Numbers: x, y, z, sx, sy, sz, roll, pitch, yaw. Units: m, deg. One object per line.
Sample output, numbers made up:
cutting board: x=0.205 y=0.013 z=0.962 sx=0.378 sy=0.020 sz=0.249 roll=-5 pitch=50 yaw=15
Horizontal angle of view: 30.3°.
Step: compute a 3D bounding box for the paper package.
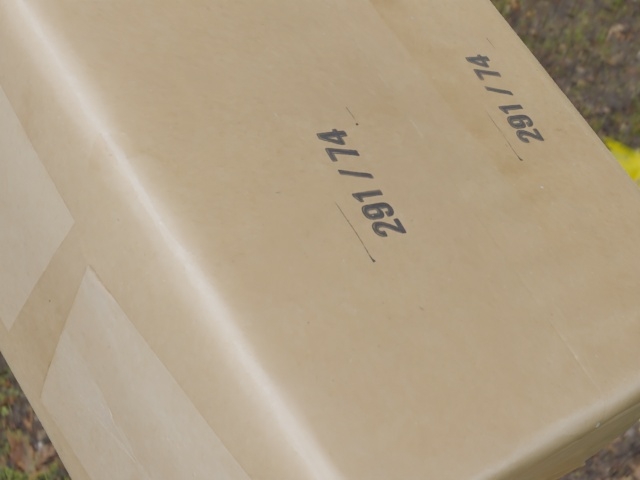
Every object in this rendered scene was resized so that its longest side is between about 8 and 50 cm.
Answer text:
paper package: x=0.000 y=0.000 z=0.597 sx=0.309 sy=0.168 sz=0.325 roll=-17 pitch=64 yaw=-42
